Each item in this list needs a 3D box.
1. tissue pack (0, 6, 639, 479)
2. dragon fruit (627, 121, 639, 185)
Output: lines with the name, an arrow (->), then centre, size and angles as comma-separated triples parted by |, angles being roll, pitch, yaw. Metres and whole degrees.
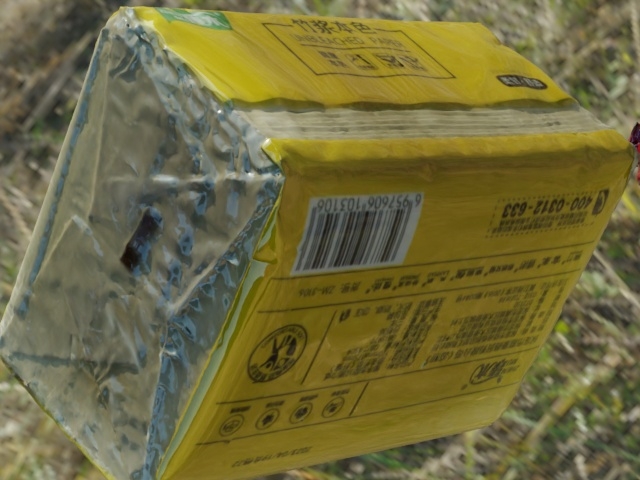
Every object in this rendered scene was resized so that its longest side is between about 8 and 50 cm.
tissue pack -> 0.000, 0.000, 1.311 | 0.228, 0.382, 0.293 | 42, 121, 35
dragon fruit -> 0.335, -0.067, 1.465 | 0.166, 0.136, 0.133 | -5, 56, -13
